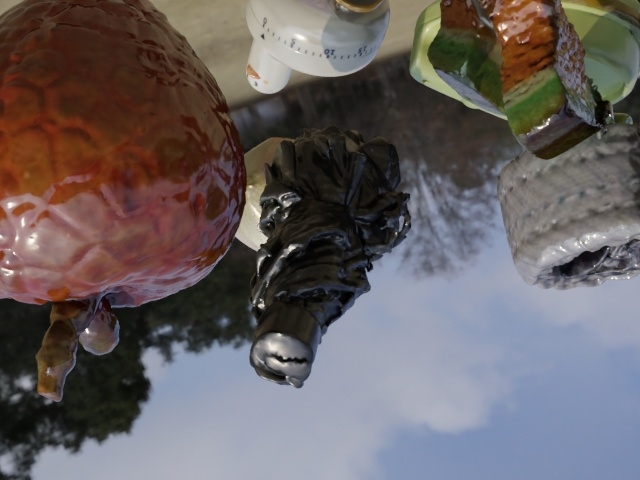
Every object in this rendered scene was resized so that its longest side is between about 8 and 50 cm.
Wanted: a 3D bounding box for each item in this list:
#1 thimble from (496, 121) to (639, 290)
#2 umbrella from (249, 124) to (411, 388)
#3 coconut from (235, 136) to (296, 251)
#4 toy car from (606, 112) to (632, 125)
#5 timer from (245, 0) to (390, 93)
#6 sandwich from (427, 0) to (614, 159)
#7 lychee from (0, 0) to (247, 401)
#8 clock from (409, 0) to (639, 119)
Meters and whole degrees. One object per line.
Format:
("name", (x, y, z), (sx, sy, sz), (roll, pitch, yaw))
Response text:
("thimble", (0.344, -0.038, 1.300), (0.217, 0.157, 0.245), (-2, 161, -26))
("umbrella", (-0.008, -0.010, 0.947), (0.128, 0.154, 0.336), (-47, -177, 31))
("coconut", (-0.049, -0.053, 1.397), (0.171, 0.171, 0.183), (-15, 171, 26))
("toy car", (0.428, -0.130, 1.777), (0.145, 0.235, 0.235), (8, -156, 35))
("timer", (-0.011, -0.355, 1.673), (0.233, 0.233, 0.240), (-25, 155, -33))
("sandwich", (0.193, -0.225, 1.114), (0.162, 0.301, 0.250), (-17, -173, 22))
("lychee", (-0.167, -0.041, 0.744), (0.255, 0.300, 0.255), (-12, 171, -2))
("clock", (0.323, -0.274, 1.477), (0.286, 0.117, 0.348), (17, 166, -30))
